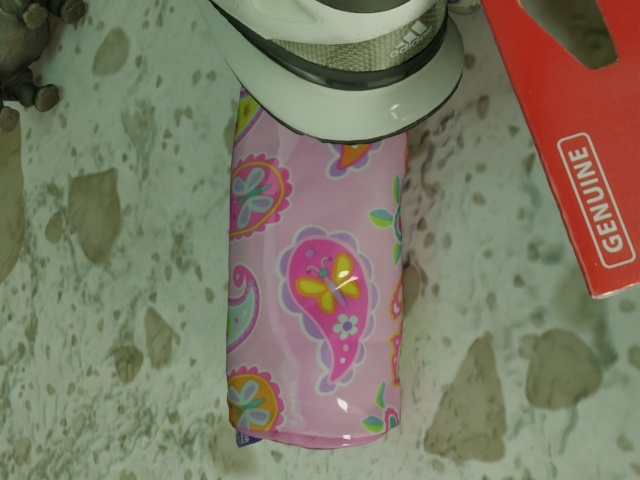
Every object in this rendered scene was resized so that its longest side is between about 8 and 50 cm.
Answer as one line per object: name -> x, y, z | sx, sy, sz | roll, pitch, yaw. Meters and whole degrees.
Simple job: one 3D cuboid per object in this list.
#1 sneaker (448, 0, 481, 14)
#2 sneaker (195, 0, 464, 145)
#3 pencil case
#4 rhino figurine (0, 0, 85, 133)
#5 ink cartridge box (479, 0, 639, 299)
sneaker -> 0.051, -0.197, 0.732 | 0.135, 0.058, 0.052 | 35, 112, 40
sneaker -> -0.086, -0.272, 0.630 | 0.447, 0.169, 0.257 | 42, 160, 28
pencil case -> 0.000, 0.000, 0.736 | 0.124, 0.124, 0.284 | -1, 88, 44
rhino figurine -> -0.282, -0.232, 1.045 | 0.106, 0.073, 0.243 | 35, 110, 36
ink cartridge box -> 0.199, -0.150, 0.481 | 0.261, 0.066, 0.296 | -16, 72, -2
